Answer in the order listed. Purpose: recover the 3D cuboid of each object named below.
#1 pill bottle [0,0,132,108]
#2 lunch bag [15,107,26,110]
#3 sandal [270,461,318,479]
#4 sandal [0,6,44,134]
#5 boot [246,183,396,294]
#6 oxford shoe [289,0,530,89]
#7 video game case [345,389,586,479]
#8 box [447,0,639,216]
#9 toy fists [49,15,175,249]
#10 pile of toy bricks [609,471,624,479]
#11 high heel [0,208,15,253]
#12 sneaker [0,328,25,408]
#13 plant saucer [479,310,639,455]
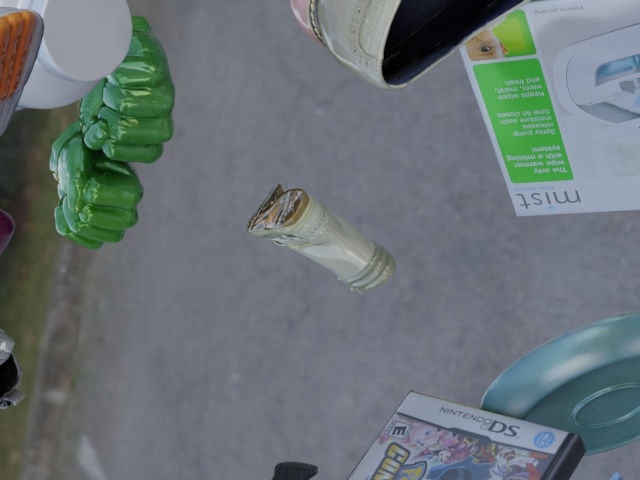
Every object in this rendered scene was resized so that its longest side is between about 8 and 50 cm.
[{"bbox_3d":[-0.283,-0.195,1.226,0.264,0.146,0.146,11,94,47],"label":"pill bottle"},{"bbox_3d":[-0.480,-0.340,1.906,0.385,0.239,0.328,-88,-22,-85],"label":"lunch bag"},{"bbox_3d":[-0.050,0.395,2.176,0.179,0.067,0.040,-31,-55,-74],"label":"sandal"},{"bbox_3d":[-0.256,-0.112,0.868,0.102,0.076,0.265,-65,-4,15],"label":"sandal"},{"bbox_3d":[0.000,0.000,1.735,0.077,0.165,0.213,-58,16,-8],"label":"boot"},{"bbox_3d":[0.162,-0.254,0.968,0.397,0.140,0.146,-44,41,9],"label":"oxford shoe"},{"bbox_3d":[0.133,0.304,1.551,0.248,0.035,0.275,10,49,41],"label":"video game case"},{"bbox_3d":[0.265,-0.146,1.091,0.127,0.262,0.231,-70,-33,-41],"label":"box"},{"bbox_3d":[-0.238,-0.112,1.525,0.279,0.096,0.142,-61,43,35],"label":"toy fists"},{"bbox_3d":[0.459,0.409,1.846,0.105,0.212,0.118,11,53,47],"label":"pile of toy bricks"},{"bbox_3d":[-0.514,-0.001,1.399,0.181,0.377,0.127,-32,-53,-75],"label":"high heel"},{"bbox_3d":[-0.382,0.169,1.484,0.281,0.115,0.105,104,-172,-61],"label":"sneaker"},{"bbox_3d":[0.351,0.188,1.654,0.317,0.318,0.043,-59,38,44],"label":"plant saucer"}]
